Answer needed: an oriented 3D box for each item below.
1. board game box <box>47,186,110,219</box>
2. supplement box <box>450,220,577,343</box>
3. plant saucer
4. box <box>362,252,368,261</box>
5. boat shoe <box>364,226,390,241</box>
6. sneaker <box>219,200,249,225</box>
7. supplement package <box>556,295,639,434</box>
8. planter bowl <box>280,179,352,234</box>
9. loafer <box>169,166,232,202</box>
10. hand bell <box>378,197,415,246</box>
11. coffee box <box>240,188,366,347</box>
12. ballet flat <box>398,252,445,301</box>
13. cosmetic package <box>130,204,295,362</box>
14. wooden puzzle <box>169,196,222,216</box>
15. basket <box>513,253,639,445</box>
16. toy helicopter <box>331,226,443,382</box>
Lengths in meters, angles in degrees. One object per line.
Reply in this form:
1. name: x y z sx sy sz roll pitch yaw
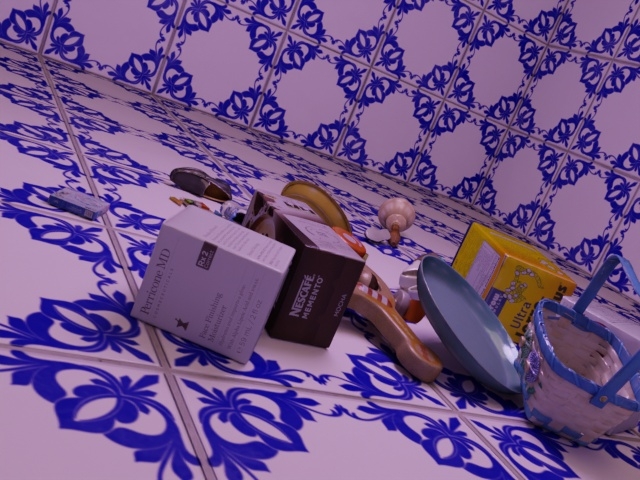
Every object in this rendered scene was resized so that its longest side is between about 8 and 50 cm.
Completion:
1. board game box: -0.457 -0.071 1.351 0.090 0.020 0.090 22 14 -4
2. supplement box: 0.476 0.107 1.840 0.195 0.194 0.356 21 14 -6
3. plant saucer: 0.285 0.167 1.374 0.317 0.043 0.318 41 23 -22
4. box: 0.000 0.000 1.733 0.232 0.058 0.087 30 4 26
5. boat shoe: 0.164 -0.014 2.138 0.125 0.038 0.046 -7 74 -55
6. sneaker: -0.178 -0.055 1.719 0.135 0.052 0.058 5 34 -42
7. supplement package: 0.558 0.245 1.424 0.149 0.194 0.203 8 19 -47
8. planter bowl: -0.038 -0.019 1.598 0.217 0.217 0.090 29 49 26
9. loafer: -0.301 -0.141 1.814 0.170 0.062 0.061 15 20 -26
10. hand bell: 0.241 -0.039 2.278 0.126 0.126 0.242 22 24 -2
11. coffee box: -0.055 0.040 1.264 0.118 0.168 0.297 16 14 -27
12. ballet flat: 0.259 0.114 1.690 0.124 0.116 0.342 0 23 -12
13. cosmetic package: -0.154 0.059 1.055 0.183 0.151 0.151 22 13 0
14. wooden puzzle: -0.294 -0.083 1.692 0.116 0.014 0.078 11 18 -43
15. basket: 0.469 0.190 1.231 0.201 0.289 0.255 29 24 -7
16. toy helicopter: 0.121 0.139 1.348 0.235 0.140 0.355 23 20 -43
